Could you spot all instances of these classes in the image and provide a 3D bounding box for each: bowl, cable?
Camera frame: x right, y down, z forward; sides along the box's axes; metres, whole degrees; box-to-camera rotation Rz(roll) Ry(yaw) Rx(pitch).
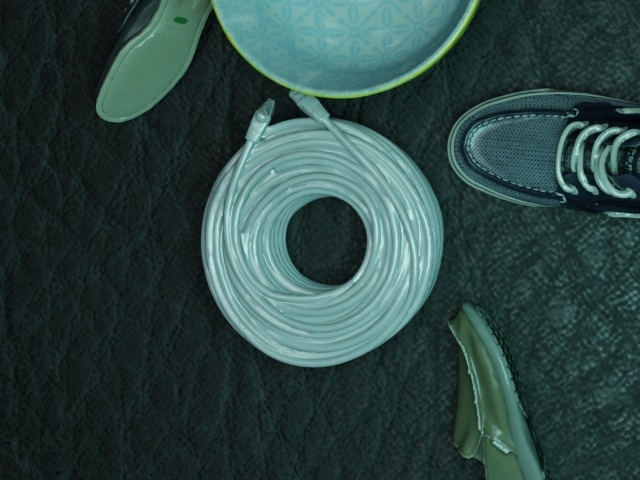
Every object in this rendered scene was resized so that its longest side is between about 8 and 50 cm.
[{"bbox_3d":[0.041,-0.285,1.842,0.289,0.156,0.290,0,92,14],"label":"bowl"},{"bbox_3d":[0.000,0.000,1.897,0.257,0.089,0.257,36,101,10],"label":"cable"}]

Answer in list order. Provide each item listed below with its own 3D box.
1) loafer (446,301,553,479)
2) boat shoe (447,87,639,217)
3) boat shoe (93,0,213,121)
[{"bbox_3d":[0.171,0.187,1.853,0.087,0.094,0.251,-18,87,10],"label":"loafer"},{"bbox_3d":[0.283,-0.086,1.782,0.340,0.158,0.127,4,92,15],"label":"boat shoe"},{"bbox_3d":[-0.177,-0.233,1.955,0.233,0.084,0.079,-59,40,16],"label":"boat shoe"}]
